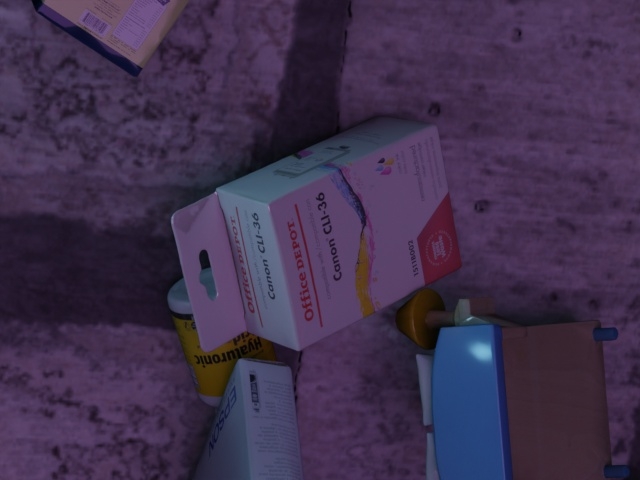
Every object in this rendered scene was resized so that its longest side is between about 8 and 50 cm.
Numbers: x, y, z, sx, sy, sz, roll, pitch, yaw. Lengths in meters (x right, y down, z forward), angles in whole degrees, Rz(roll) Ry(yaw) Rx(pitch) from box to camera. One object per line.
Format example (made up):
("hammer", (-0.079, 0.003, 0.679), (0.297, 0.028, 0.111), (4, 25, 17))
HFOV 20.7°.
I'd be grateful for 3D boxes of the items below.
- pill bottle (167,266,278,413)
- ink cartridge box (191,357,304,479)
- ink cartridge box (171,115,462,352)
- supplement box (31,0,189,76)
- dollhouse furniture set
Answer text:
("pill bottle", (-0.066, 0.082, 1.284), (0.065, 0.065, 0.116), (-19, 112, -7))
("ink cartridge box", (-0.059, 0.236, 1.215), (0.045, 0.224, 0.223), (8, 130, -17))
("ink cartridge box", (0.000, 0.000, 1.234), (0.198, 0.067, 0.115), (-26, 115, -31))
("supplement box", (-0.138, -0.171, 1.186), (0.083, 0.056, 0.083), (33, 98, -22))
("dollhouse furniture set", (0.134, 0.183, 1.356), (0.286, 0.198, 0.303), (-4, 88, -53))
